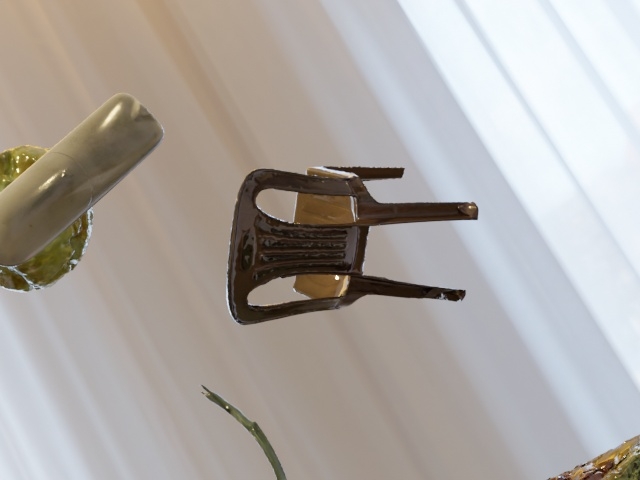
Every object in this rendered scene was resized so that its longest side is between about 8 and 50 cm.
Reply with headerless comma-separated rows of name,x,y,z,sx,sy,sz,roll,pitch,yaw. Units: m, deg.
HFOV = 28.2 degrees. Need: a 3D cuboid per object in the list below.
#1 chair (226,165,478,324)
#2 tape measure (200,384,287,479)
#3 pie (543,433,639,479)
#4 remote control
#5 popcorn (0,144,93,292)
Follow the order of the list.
chair,0.000,0.000,1.490,0.326,0.175,0.183,2,8,-31
tape measure,-0.083,0.332,1.472,0.164,0.330,0.084,-36,0,21
pie,0.187,0.258,0.997,0.355,0.103,0.288,-45,-5,-23
remote control,-0.257,-0.064,1.293,0.229,0.073,0.044,-44,-3,-20
popcorn,-0.390,-0.021,1.616,0.212,0.198,0.198,-19,-18,-27
